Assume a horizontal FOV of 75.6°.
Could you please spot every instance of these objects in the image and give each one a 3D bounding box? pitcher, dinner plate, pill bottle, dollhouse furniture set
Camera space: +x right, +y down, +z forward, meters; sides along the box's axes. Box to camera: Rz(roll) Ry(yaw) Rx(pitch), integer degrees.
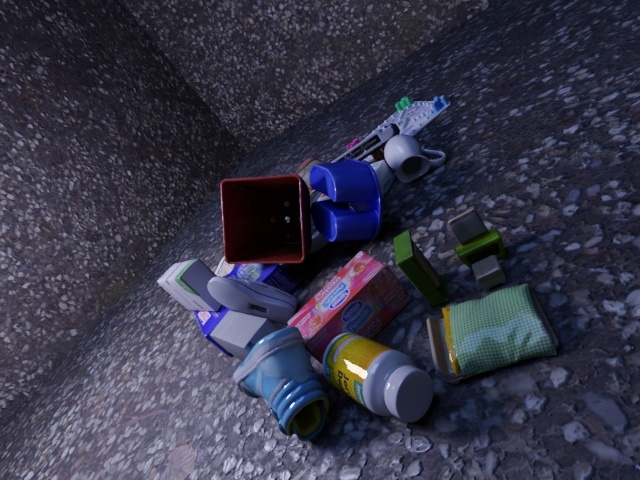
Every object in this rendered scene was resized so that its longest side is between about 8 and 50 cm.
[{"bbox_3d":[0.318,-0.291,1.411,0.177,0.126,0.207,-14,34,0],"label":"pitcher"},{"bbox_3d":[0.000,0.000,1.478,0.141,0.017,0.141,-34,24,17],"label":"dinner plate"},{"bbox_3d":[0.103,0.250,0.765,0.118,0.118,0.208,-49,26,-19],"label":"pill bottle"},{"bbox_3d":[0.267,0.083,0.768,0.197,0.151,0.302,-30,26,23],"label":"dollhouse furniture set"}]

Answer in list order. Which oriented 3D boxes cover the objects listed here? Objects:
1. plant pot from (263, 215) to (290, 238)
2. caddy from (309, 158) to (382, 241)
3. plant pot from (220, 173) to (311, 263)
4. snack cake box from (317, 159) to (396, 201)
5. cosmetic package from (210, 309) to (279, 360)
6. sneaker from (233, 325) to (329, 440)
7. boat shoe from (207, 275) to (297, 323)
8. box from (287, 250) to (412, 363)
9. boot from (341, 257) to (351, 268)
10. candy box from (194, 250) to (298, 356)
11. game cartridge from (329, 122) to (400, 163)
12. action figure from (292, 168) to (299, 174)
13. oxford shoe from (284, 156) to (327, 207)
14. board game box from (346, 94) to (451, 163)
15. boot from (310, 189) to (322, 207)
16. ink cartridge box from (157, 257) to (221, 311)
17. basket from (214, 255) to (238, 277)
[{"bbox_3d":[-0.208,-0.031,1.610,0.191,0.191,0.174,-42,19,-5],"label":"plant pot"},{"bbox_3d":[0.087,-0.127,1.294,0.179,0.242,0.341,-8,19,-15],"label":"caddy"},{"bbox_3d":[-0.151,-0.068,1.378,0.267,0.268,0.235,-2,3,15],"label":"plant pot"},{"bbox_3d":[0.130,-0.190,1.527,0.264,0.089,0.152,-7,42,52],"label":"snack cake box"},{"bbox_3d":[-0.195,0.278,1.150,0.237,0.127,0.107,-5,42,51],"label":"cosmetic package"},{"bbox_3d":[-0.088,0.341,0.895,0.127,0.208,0.319,-16,-27,-29],"label":"sneaker"},{"bbox_3d":[-0.196,0.159,1.223,0.088,0.267,0.096,-73,0,-56],"label":"boat shoe"},{"bbox_3d":[0.066,0.163,0.963,0.257,0.123,0.128,-43,25,-7],"label":"box"},{"bbox_3d":[0.067,0.105,1.166,0.099,0.045,0.121,-47,25,-8],"label":"boot"},{"bbox_3d":[-0.262,0.195,1.399,0.317,0.122,0.268,-44,25,-11],"label":"candy box"},{"bbox_3d":[0.167,-0.348,1.591,0.297,0.062,0.198,-31,-1,24],"label":"game cartridge"},{"bbox_3d":[-0.166,-0.267,2.102,0.285,0.099,0.185,-34,17,5],"label":"action figure"},{"bbox_3d":[-0.090,-0.252,1.930,0.130,0.123,0.348,24,73,46],"label":"oxford shoe"},{"bbox_3d":[0.324,-0.504,1.832,0.390,0.050,0.390,-41,24,0],"label":"board game box"},{"bbox_3d":[0.017,-0.186,1.725,0.198,0.076,0.137,-36,25,44],"label":"boot"},{"bbox_3d":[-0.417,0.150,1.356,0.219,0.160,0.093,-10,37,51],"label":"ink cartridge box"},{"bbox_3d":[-0.339,0.130,1.643,0.103,0.113,0.167,-25,27,22],"label":"basket"}]
